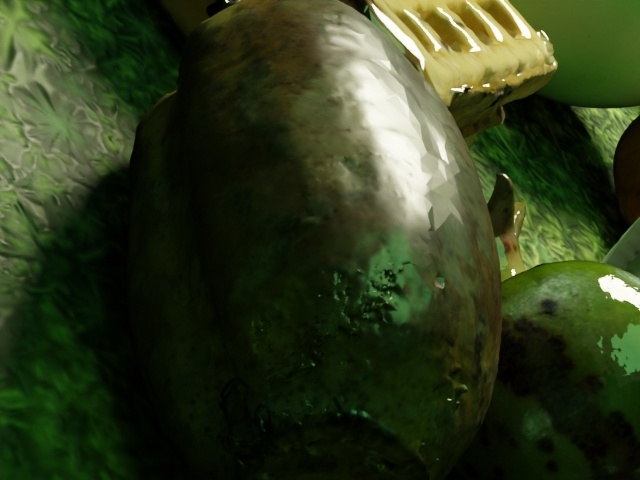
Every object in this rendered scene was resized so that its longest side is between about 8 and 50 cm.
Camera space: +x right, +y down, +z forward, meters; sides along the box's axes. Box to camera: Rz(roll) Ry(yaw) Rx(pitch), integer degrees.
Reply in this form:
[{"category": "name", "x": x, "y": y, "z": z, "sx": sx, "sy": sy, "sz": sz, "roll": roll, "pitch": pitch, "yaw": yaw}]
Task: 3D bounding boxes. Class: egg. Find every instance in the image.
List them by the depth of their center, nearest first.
[{"category": "egg", "x": 0.231, "y": -0.217, "z": 1.034, "sx": 0.269, "sy": 0.220, "sz": 0.220, "roll": 8, "pitch": 44, "yaw": -19}]

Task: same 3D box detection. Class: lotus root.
[{"category": "lotus root", "x": 0.000, "y": 0.000, "z": 0.565, "sx": 0.160, "sy": 0.152, "sz": 0.275, "roll": 31, "pitch": 34, "yaw": -33}]

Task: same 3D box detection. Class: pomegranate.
[{"category": "pomegranate", "x": 0.110, "y": 0.063, "z": 0.651, "sx": 0.169, "sy": 0.148, "sz": 0.148, "roll": 46, "pitch": 28, "yaw": 19}]

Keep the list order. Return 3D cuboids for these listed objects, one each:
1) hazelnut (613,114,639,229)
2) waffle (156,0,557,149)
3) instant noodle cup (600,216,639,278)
[{"category": "hazelnut", "x": 0.304, "y": -0.033, "z": 1.033, "sx": 0.150, "sy": 0.150, "sz": 0.150, "roll": 32, "pitch": 33, "yaw": -25}, {"category": "waffle", "x": -0.023, "y": -0.212, "z": 0.820, "sx": 0.376, "sy": 0.114, "sz": 0.261, "roll": 53, "pitch": 31, "yaw": 9}, {"category": "instant noodle cup", "x": 0.248, "y": 0.059, "z": 0.788, "sx": 0.153, "sy": 0.205, "sz": 0.205, "roll": 36, "pitch": 31, "yaw": -1}]
